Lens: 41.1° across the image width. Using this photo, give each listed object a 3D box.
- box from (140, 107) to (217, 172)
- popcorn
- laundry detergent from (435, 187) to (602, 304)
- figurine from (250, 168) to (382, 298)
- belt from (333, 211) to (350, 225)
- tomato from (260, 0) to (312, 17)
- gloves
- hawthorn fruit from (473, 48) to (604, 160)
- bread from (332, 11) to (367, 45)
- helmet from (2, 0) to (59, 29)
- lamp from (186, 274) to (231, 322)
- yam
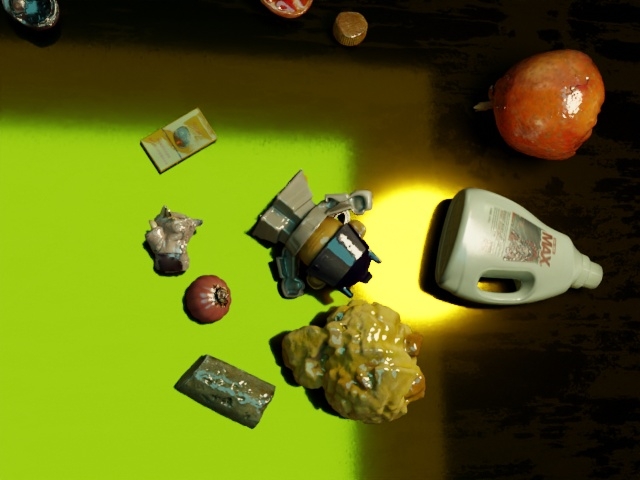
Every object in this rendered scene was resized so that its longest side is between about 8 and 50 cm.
[{"bbox_3d":[-0.322,-0.229,1.948,0.155,0.023,0.087,-33,88,-16],"label":"box"},{"bbox_3d":[0.079,0.257,1.876,0.332,0.225,0.265,18,82,1],"label":"popcorn"},{"bbox_3d":[0.486,0.049,2.055,0.398,0.125,0.264,18,76,-13],"label":"laundry detergent"},{"bbox_3d":[-0.003,0.003,1.905,0.308,0.308,0.143,53,33,-1],"label":"figurine"},{"bbox_3d":[0.035,-0.038,1.999,0.059,0.036,0.083,37,75,-12],"label":"belt"},{"bbox_3d":[-0.090,-0.600,2.037,0.156,0.069,0.155,2,82,-17],"label":"tomato"},{"bbox_3d":[-0.326,-0.001,1.875,0.110,0.094,0.144,18,96,0],"label":"gloves"},{"bbox_3d":[0.522,-0.327,2.066,0.307,0.276,0.276,3,79,16],"label":"hawthorn fruit"},{"bbox_3d":[0.071,-0.512,2.072,0.085,0.053,0.085,3,69,-8],"label":"bread"},{"bbox_3d":[-0.635,-0.515,1.889,0.123,0.070,0.098,30,84,-4],"label":"helmet"},{"bbox_3d":[-0.244,0.127,1.874,0.107,0.092,0.107,19,64,-43],"label":"lamp"},{"bbox_3d":[-0.206,0.321,1.849,0.194,0.107,0.107,28,76,-7],"label":"yam"}]
